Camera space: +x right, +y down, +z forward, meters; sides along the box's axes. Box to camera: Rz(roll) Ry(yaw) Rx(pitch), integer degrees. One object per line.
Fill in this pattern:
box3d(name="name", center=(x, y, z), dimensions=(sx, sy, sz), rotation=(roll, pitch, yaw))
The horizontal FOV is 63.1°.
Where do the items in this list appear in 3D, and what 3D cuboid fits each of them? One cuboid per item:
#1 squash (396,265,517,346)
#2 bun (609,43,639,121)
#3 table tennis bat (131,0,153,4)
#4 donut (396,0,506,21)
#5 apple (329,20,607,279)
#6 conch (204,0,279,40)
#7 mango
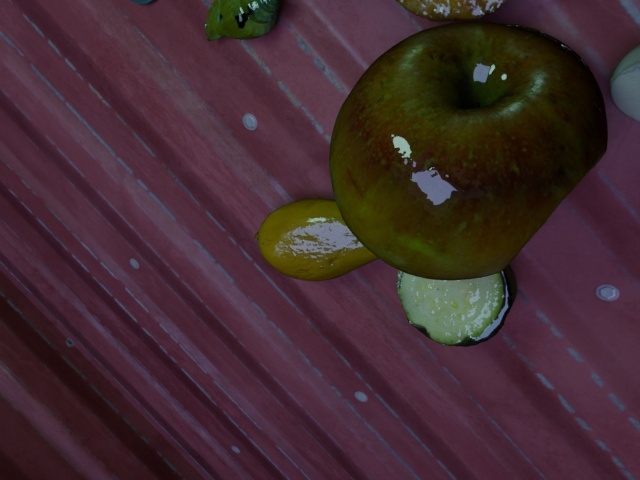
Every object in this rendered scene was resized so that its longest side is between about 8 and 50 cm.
box3d(name="squash", center=(0.264, 0.082, 0.992), dimensions=(0.220, 0.133, 0.220), rotation=(11, 110, 33))
box3d(name="bun", center=(0.459, -0.218, 0.676), dimensions=(0.138, 0.094, 0.138), rotation=(26, 164, 8))
box3d(name="table tennis bat", center=(-0.360, -0.554, 0.984), dimensions=(0.125, 0.033, 0.201), rotation=(12, 130, 22))
box3d(name="donut", center=(0.169, -0.394, 0.723), dimensions=(0.259, 0.101, 0.152), rotation=(31, 130, 9))
box3d(name="apple", center=(0.206, -0.113, 0.766), dimensions=(0.384, 0.374, 0.374), rotation=(-15, 117, -7))
box3d(name="conch", center=(-0.134, -0.406, 0.921), dimensions=(0.201, 0.080, 0.094), rotation=(13, 107, 34))
box3d(name="mango", center=(0.000, 0.000, 1.069), dimensions=(0.317, 0.119, 0.176), rotation=(-4, 109, 27))
